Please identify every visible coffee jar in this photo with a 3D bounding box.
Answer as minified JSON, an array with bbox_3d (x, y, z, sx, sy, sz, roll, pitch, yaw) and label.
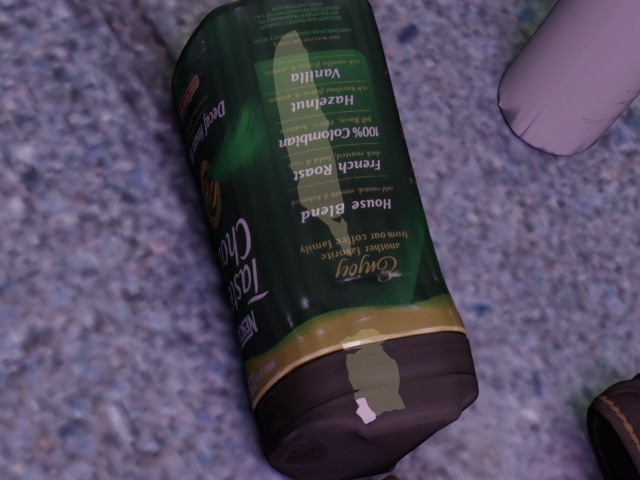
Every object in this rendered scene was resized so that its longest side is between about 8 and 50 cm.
[{"bbox_3d":[0.000,0.000,0.727,0.079,0.096,0.184,-9,71,-21],"label":"coffee jar"}]

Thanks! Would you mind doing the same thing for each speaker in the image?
[{"bbox_3d":[0.126,-0.090,0.793,0.055,0.136,0.055,8,62,-15],"label":"speaker"}]

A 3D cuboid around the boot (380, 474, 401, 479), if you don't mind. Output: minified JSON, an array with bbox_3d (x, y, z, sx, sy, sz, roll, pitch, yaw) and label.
[{"bbox_3d":[0.003,0.221,0.636,0.207,0.090,0.248,-21,74,-25],"label":"boot"}]

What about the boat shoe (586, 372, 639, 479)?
[{"bbox_3d":[0.146,0.206,0.669,0.130,0.132,0.355,-15,55,1],"label":"boat shoe"}]
